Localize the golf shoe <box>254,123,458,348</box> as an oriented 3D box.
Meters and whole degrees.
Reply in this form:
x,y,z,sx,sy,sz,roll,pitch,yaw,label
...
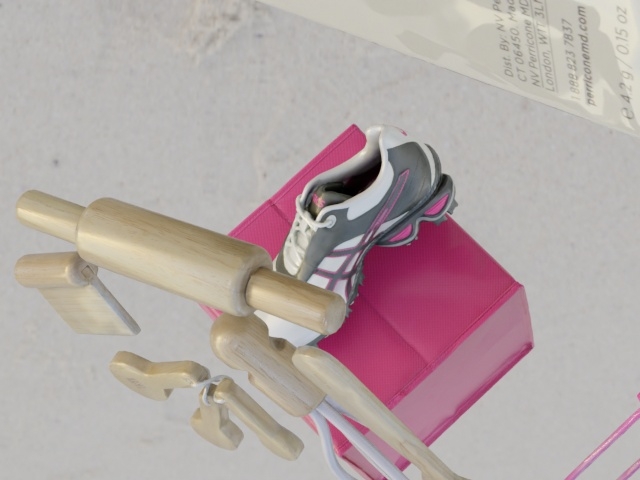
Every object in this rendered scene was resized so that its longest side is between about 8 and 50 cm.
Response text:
x,y,z,sx,sy,sz,roll,pitch,yaw,label
0.000,0.000,1.150,0.273,0.105,0.120,-47,137,5,golf shoe

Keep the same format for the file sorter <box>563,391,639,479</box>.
x,y,z,sx,sy,sz,roll,pitch,yaw,label
0.401,0.301,1.196,0.290,0.202,0.182,19,122,-35,file sorter

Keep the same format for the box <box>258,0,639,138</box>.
x,y,z,sx,sy,sz,roll,pitch,yaw,label
0.062,-0.161,0.458,0.232,0.148,0.127,26,153,32,box

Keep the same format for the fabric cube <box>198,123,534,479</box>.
x,y,z,sx,sy,sz,roll,pitch,yaw,label
0.050,0.083,1.325,0.259,0.258,0.254,-42,158,-5,fabric cube

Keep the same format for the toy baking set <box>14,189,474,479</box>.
x,y,z,sx,sy,sz,roll,pitch,yaw,label
-0.026,0.057,0.552,0.256,0.030,0.197,15,151,30,toy baking set
